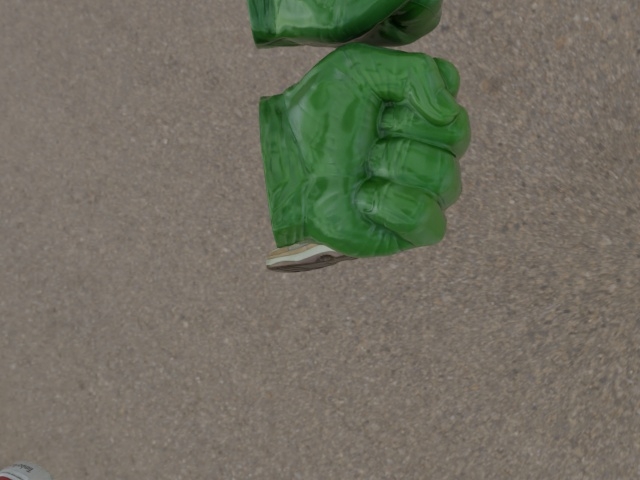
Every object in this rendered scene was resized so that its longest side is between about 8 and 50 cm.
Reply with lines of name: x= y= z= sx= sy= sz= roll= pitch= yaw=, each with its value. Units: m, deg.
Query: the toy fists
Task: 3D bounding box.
toy fists: x=0.025 y=-0.128 z=0.430 sx=0.142 sy=0.096 sz=0.279 roll=-7 pitch=82 yaw=0

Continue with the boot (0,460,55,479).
boot: x=-0.270 y=0.327 z=0.490 sx=0.088 sy=0.176 sz=0.244 roll=-5 pitch=103 yaw=26

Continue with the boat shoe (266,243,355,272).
boat shoe: x=0.000 y=0.000 z=0.915 sx=0.190 sy=0.068 sz=0.072 roll=-13 pitch=77 yaw=29
